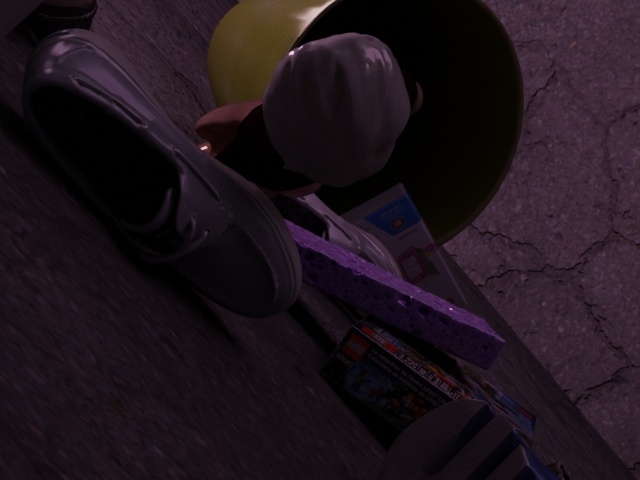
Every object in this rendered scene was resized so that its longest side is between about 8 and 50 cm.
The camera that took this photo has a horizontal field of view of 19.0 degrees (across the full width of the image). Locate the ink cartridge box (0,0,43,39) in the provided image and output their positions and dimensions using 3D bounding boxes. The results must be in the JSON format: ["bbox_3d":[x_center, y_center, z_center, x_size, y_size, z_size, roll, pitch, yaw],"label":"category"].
[{"bbox_3d":[-0.225,-0.232,0.921,0.198,0.197,0.270,44,7,-37],"label":"ink cartridge box"}]

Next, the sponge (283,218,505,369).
[{"bbox_3d":[0.040,0.037,1.507,0.210,0.031,0.117,27,5,-5],"label":"sponge"}]

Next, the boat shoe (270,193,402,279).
[{"bbox_3d":[0.000,0.000,1.675,0.184,0.066,0.063,50,20,-12],"label":"boat shoe"}]

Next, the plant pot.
[{"bbox_3d":[0.008,-0.150,1.889,0.275,0.275,0.293,45,-7,-31],"label":"plant pot"}]

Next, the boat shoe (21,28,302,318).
[{"bbox_3d":[-0.100,-0.025,1.152,0.227,0.079,0.081,48,26,-19],"label":"boat shoe"}]

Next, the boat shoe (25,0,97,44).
[{"bbox_3d":[-0.219,-0.194,1.452,0.206,0.075,0.065,-131,-141,-56],"label":"boat shoe"}]

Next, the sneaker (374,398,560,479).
[{"bbox_3d":[0.165,0.231,1.120,0.182,0.127,0.315,42,8,-34],"label":"sneaker"}]

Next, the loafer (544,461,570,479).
[{"bbox_3d":[0.221,0.270,1.435,0.251,0.087,0.094,49,7,8],"label":"loafer"}]

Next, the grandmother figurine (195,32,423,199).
[{"bbox_3d":[-0.022,-0.070,1.285,0.104,0.208,0.342,52,-15,-3],"label":"grandmother figurine"}]

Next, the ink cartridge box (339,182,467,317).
[{"bbox_3d":[0.067,0.024,1.748,0.122,0.088,0.052,60,3,-16],"label":"ink cartridge box"}]

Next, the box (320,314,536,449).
[{"bbox_3d":[0.089,0.120,1.478,0.159,0.044,0.233,36,6,5],"label":"box"}]
